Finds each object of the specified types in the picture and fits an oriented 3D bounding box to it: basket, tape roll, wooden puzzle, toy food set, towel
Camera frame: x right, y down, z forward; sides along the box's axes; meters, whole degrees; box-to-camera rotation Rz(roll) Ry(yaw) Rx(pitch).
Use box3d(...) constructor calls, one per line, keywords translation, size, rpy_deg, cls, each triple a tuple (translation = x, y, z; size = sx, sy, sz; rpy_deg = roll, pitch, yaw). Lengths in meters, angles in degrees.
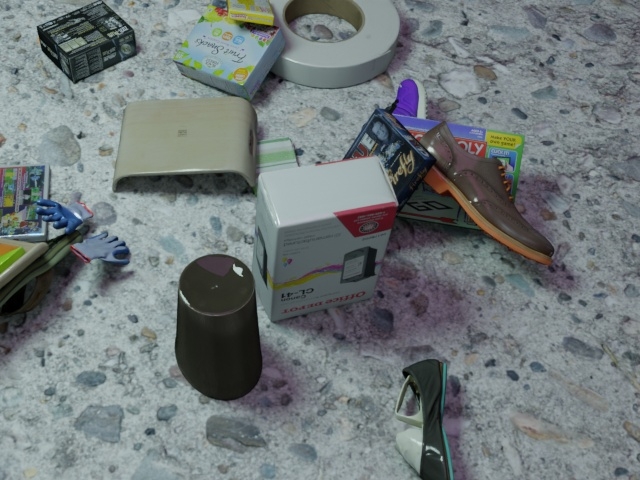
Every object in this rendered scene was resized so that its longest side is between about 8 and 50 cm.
box3d(translation=(-0.181, 0.139, 1.507), size=(0.154, 0.227, 0.204), rpy_deg=(-18, 55, -19), cls="basket")
box3d(translation=(0.007, -0.536, 2.155), size=(0.392, 0.072, 0.392), rpy_deg=(3, 52, -4), cls="tape roll")
box3d(translation=(-0.629, 0.065, 1.550), size=(0.239, 0.044, 0.221), rpy_deg=(1, 39, 46), cls="wooden puzzle")
box3d(translation=(-0.292, -0.200, 1.863), size=(0.306, 0.092, 0.219), rpy_deg=(-3, 53, 2), cls="toy food set")
box3d(translation=(-0.105, -0.161, 1.884), size=(0.113, 0.023, 0.152), rpy_deg=(-9, 56, -10), cls="towel")

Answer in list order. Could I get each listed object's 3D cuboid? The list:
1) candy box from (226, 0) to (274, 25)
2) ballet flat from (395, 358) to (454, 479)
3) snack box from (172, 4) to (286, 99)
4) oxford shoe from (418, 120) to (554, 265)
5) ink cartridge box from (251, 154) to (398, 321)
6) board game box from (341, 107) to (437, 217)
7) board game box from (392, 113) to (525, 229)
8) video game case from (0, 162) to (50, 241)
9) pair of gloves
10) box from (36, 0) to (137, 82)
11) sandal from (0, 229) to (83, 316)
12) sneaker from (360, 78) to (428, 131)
box3d(translation=(-0.169, -0.548, 2.027), size=(0.105, 0.027, 0.206), rpy_deg=(8, 25, -11), cls="candy box")
box3d(translation=(0.178, 0.327, 1.490), size=(0.096, 0.095, 0.280), rpy_deg=(-2, 41, 5), cls="ballet flat")
box3d(translation=(-0.213, -0.442, 2.015), size=(0.207, 0.070, 0.174), rpy_deg=(24, 73, 24), cls="snack box")
box3d(translation=(0.340, -0.092, 1.717), size=(0.364, 0.130, 0.132), rpy_deg=(40, 97, 2), cls="oxford shoe")
box3d(translation=(0.000, 0.000, 1.584), size=(0.226, 0.306, 0.131), rpy_deg=(-12, 55, -15), cls="ink cartridge box")
box3d(translation=(0.108, -0.121, 1.739), size=(0.042, 0.243, 0.165), rpy_deg=(-2, 44, -48), cls="board game box")
box3d(translation=(0.256, -0.141, 1.815), size=(0.317, 0.046, 0.213), rpy_deg=(9, 89, 2), cls="board game box")
box3d(translation=(-0.651, -0.076, 1.758), size=(0.184, 0.023, 0.201), rpy_deg=(-4, 51, -9), cls="video game case")
box3d(translation=(-0.453, -0.017, 1.658), size=(0.198, 0.023, 0.159), rpy_deg=(41, 17, 8), cls="pair of gloves")
box3d(translation=(-0.555, -0.477, 2.047), size=(0.180, 0.077, 0.147), rpy_deg=(-34, 62, -27), cls="box")
box3d(translation=(-0.544, 0.083, 1.596), size=(0.120, 0.086, 0.303), rpy_deg=(-6, 27, 40), cls="sandal")
box3d(translation=(0.164, -0.261, 1.936), size=(0.146, 0.102, 0.293), rpy_deg=(4, 52, -2), cls="sneaker")
